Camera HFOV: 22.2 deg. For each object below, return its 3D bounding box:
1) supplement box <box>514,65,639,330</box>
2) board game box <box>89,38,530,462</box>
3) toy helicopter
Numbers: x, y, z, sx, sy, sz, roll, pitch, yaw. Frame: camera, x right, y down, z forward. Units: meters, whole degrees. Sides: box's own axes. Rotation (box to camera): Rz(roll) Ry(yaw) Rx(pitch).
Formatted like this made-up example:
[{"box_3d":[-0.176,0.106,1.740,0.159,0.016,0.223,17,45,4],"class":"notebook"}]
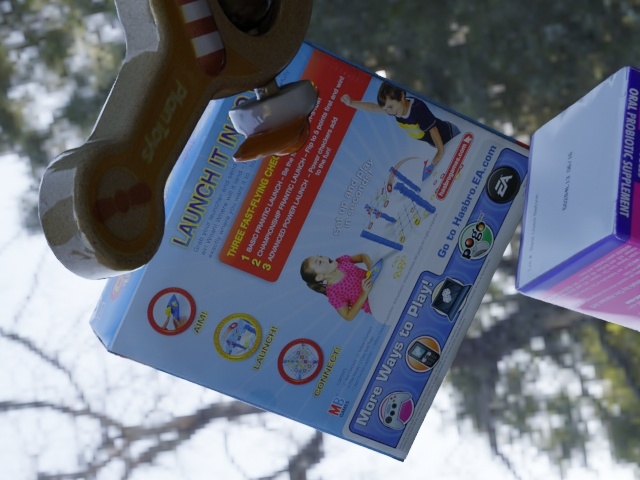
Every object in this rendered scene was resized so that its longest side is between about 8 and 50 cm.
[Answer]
[{"box_3d":[0.243,-0.003,0.979,0.220,0.114,0.111,18,-116,-19],"class":"supplement box"},{"box_3d":[0.000,0.000,1.429,0.308,0.302,0.086,-65,23,4],"class":"board game box"},{"box_3d":[-0.085,-0.108,1.079,0.235,0.140,0.355,53,-137,-35],"class":"toy helicopter"}]
